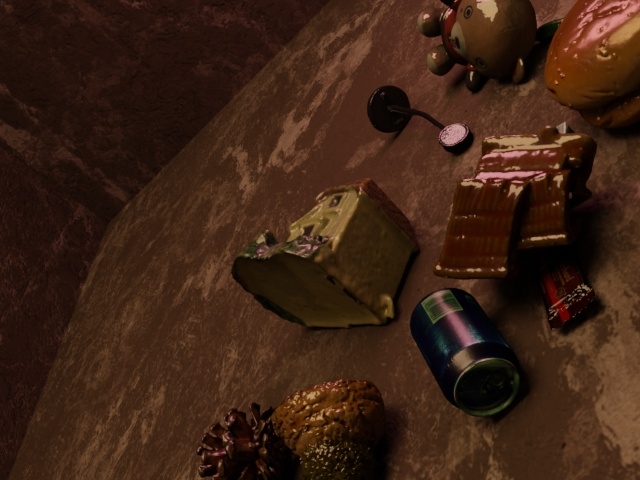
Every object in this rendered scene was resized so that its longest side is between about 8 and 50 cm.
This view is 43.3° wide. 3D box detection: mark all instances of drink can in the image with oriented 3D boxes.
[{"bbox_3d":[0.209,0.160,1.178,0.118,0.118,0.205,-46,24,12],"label":"drink can"}]

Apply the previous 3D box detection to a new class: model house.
[{"bbox_3d":[0.012,0.005,1.583,0.321,0.261,0.266,-8,46,52],"label":"model house"},{"bbox_3d":[0.294,-0.030,1.215,0.200,0.219,0.229,9,58,29],"label":"model house"}]

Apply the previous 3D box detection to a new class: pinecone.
[{"bbox_3d":[-0.134,0.381,1.440,0.195,0.150,0.179,-37,33,36],"label":"pinecone"}]

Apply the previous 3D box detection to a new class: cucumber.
[{"bbox_3d":[0.477,-0.430,1.638,0.037,0.037,0.155,-59,25,-16],"label":"cucumber"}]

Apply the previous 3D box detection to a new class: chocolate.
[{"bbox_3d":[0.352,0.059,1.177,0.086,0.028,0.182,-45,21,22],"label":"chocolate"}]

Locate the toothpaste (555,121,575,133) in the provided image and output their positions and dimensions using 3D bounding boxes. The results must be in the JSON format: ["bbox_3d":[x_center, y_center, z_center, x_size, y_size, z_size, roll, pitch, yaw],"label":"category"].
[{"bbox_3d":[0.372,-0.148,1.412,0.164,0.046,0.034,-31,33,39],"label":"toothpaste"}]

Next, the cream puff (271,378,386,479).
[{"bbox_3d":[0.023,0.324,1.261,0.183,0.183,0.168,-34,54,34],"label":"cream puff"}]

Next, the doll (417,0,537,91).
[{"bbox_3d":[0.345,-0.443,1.735,0.174,0.234,0.330,-14,14,-14],"label":"doll"}]

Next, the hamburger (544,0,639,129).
[{"bbox_3d":[0.496,-0.323,1.293,0.314,0.170,0.289,-39,20,30],"label":"hamburger"}]

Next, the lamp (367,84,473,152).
[{"bbox_3d":[0.240,-0.258,1.816,0.130,0.108,0.371,-43,37,-11],"label":"lamp"}]
